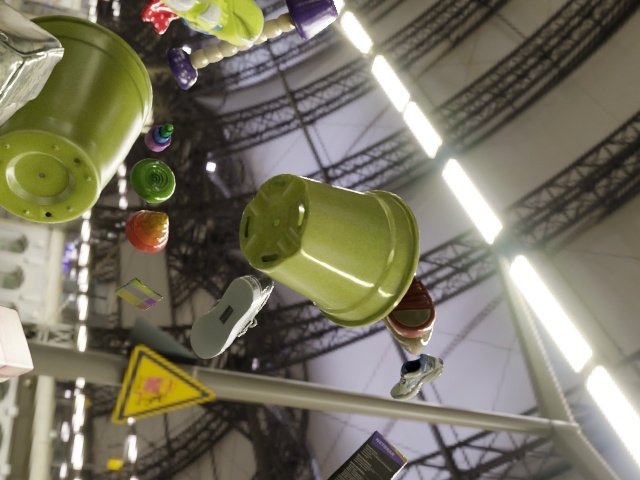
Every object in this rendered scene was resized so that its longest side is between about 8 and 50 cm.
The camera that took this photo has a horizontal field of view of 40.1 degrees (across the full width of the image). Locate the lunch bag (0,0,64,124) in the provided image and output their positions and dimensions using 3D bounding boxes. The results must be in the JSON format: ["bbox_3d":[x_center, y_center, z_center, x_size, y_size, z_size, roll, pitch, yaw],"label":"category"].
[{"bbox_3d":[-0.549,-0.235,1.279,0.256,0.212,0.305,-54,-168,9],"label":"lunch bag"}]

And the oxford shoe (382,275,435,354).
[{"bbox_3d":[0.138,0.080,1.793,0.130,0.123,0.348,84,-6,-49],"label":"oxford shoe"}]

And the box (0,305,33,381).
[{"bbox_3d":[-0.725,0.222,1.869,0.232,0.127,0.148,93,-23,-79],"label":"box"}]

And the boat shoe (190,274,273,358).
[{"bbox_3d":[-0.223,0.188,2.220,0.113,0.105,0.306,49,-55,20],"label":"boat shoe"}]

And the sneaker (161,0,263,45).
[{"bbox_3d":[-0.198,-0.353,1.248,0.126,0.240,0.091,15,-105,47],"label":"sneaker"}]

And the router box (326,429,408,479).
[{"bbox_3d":[0.011,0.499,1.558,0.243,0.081,0.309,-39,162,-34],"label":"router box"}]

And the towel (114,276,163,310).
[{"bbox_3d":[-0.294,0.087,1.415,0.083,0.060,0.009,-29,-150,51],"label":"towel"}]

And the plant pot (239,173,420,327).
[{"bbox_3d":[0.000,0.000,1.621,0.276,0.254,0.276,-19,-119,38],"label":"plant pot"}]

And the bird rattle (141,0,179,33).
[{"bbox_3d":[-0.244,-0.479,1.622,0.253,0.207,0.143,100,-24,-73],"label":"bird rattle"}]

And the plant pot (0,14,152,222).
[{"bbox_3d":[-0.565,-0.232,1.868,0.353,0.366,0.366,-93,-156,-49],"label":"plant pot"}]

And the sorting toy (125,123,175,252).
[{"bbox_3d":[-0.428,-0.156,2.332,0.126,0.127,0.365,-29,-127,52],"label":"sorting toy"}]

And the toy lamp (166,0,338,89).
[{"bbox_3d":[-0.106,-0.320,1.376,0.080,0.275,0.080,-22,90,-80],"label":"toy lamp"}]

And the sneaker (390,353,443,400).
[{"bbox_3d":[0.172,0.256,1.674,0.135,0.058,0.052,-46,-155,32],"label":"sneaker"}]
